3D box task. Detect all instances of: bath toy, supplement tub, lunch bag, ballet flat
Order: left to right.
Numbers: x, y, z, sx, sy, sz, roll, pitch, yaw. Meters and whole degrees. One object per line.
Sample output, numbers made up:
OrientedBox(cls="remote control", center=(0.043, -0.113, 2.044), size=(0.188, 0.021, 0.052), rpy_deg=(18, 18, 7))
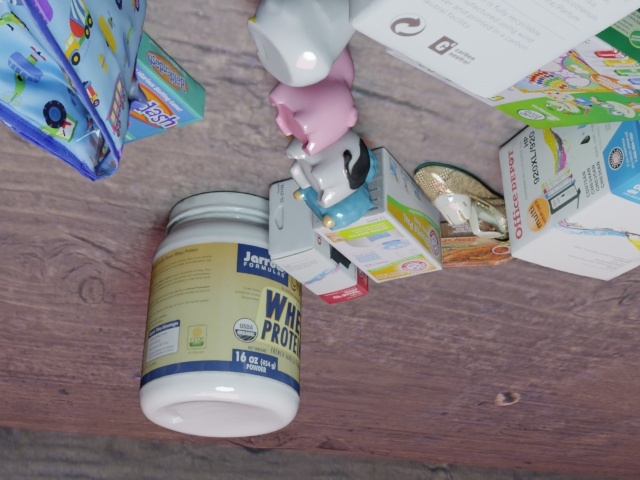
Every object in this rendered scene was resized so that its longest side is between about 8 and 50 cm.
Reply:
OrientedBox(cls="lunch bag", center=(-0.231, -0.209, 0.820), size=(0.138, 0.221, 0.293), rpy_deg=(-8, 151, 17))
OrientedBox(cls="supplement tub", center=(-0.141, 0.110, 1.339), size=(0.228, 0.316, 0.228), rpy_deg=(0, 153, 0))
OrientedBox(cls="bath toy", center=(0.005, -0.161, 1.022), size=(0.129, 0.151, 0.348), rpy_deg=(-36, 152, -13))
OrientedBox(cls="ballet flat", center=(0.215, -0.047, 1.301), size=(0.206, 0.067, 0.073), rpy_deg=(21, 147, -34))

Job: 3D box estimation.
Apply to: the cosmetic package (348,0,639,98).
OrientedBox(cls="cosmetic package", center=(0.219, -0.313, 0.607), size=(0.161, 0.230, 0.453), rpy_deg=(19, 148, -34))

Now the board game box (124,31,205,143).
OrientedBox(cls="board game box", center=(-0.268, -0.174, 1.080), size=(0.210, 0.047, 0.160), rpy_deg=(-14, 150, 24))

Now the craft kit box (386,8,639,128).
OrientedBox(cls="craft kit box", center=(0.239, -0.188, 0.942), size=(0.250, 0.061, 0.246), rpy_deg=(19, 175, -32))

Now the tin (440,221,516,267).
OrientedBox(cls="tin", center=(0.228, 0.005, 1.439), size=(0.189, 0.040, 0.106), rpy_deg=(-2, 157, 5))

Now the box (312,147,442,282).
OrientedBox(cls="box", center=(0.086, -0.030, 1.296), size=(0.114, 0.103, 0.203), rpy_deg=(-13, 150, 25))

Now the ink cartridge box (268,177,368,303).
OrientedBox(cls="ink cartridge box", center=(0.000, 0.000, 1.328), size=(0.072, 0.127, 0.175), rpy_deg=(-15, 150, 24))

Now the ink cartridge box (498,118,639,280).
OrientedBox(cls="ink cartridge box", center=(0.362, -0.080, 1.122), size=(0.168, 0.171, 0.232), rpy_deg=(14, 149, -24))
